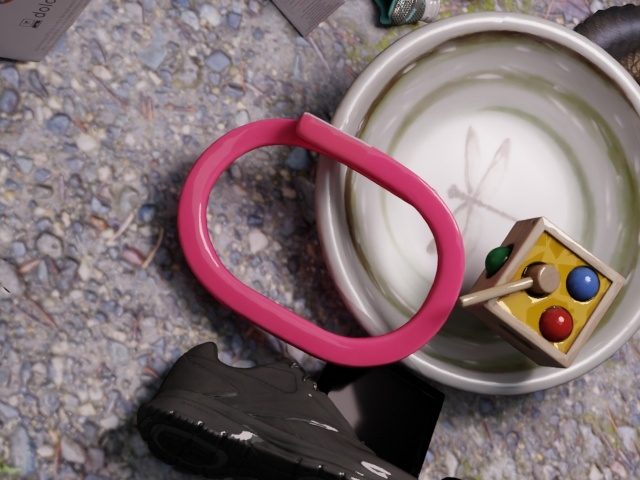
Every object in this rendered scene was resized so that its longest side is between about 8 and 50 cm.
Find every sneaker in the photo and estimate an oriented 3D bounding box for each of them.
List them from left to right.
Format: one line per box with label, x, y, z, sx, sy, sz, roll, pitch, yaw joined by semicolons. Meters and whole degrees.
sneaker;-0.020;0.178;1.368;0.286;0.109;0.130;25;50;1
sneaker;0.070;-0.316;1.671;0.076;0.065;0.166;-25;82;-28

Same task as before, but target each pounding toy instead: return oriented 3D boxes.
pounding toy;0.209;0.051;1.461;0.141;0.100;0.130;37;79;-9

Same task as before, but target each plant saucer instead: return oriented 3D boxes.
plant saucer;0.180;-0.038;1.562;0.400;0.100;0.400;1;87;-13

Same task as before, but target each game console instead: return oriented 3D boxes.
game console;0.128;0.271;1.492;0.361;0.044;0.213;32;59;-18

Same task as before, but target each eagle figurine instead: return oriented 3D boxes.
eagle figurine;0.380;-0.146;1.741;0.298;0.225;0.226;-48;145;-66

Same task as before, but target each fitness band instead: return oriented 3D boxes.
fitness band;0.000;0.000;1.445;0.291;0.054;0.209;30;89;0

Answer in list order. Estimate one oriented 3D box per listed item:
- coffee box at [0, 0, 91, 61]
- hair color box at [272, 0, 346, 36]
coffee box;-0.349;-0.392;1.276;0.334;0.337;0.338;7;69;-28
hair color box;-0.037;-0.313;1.583;0.167;0.093;0.053;47;54;-8
